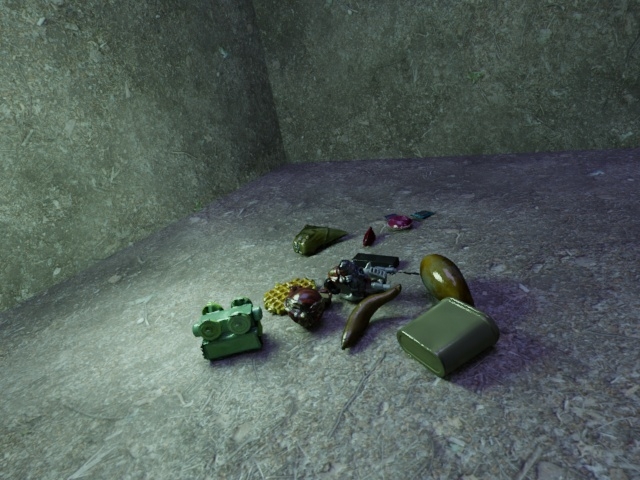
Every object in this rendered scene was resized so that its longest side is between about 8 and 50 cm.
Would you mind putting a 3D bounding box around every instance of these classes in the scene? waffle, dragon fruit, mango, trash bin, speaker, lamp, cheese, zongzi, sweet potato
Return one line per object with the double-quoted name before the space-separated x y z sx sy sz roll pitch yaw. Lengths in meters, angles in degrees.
"waffle" -0.136 0.248 1.812 0.249 0.056 0.253 -10 22 3
"dragon fruit" 0.251 -0.006 2.204 0.063 0.097 0.131 -1 45 29
"mango" 0.489 0.171 1.553 0.146 0.193 0.316 -30 35 7
"trash bin" 0.420 0.317 1.341 0.247 0.121 0.243 -26 27 -23
"speaker" 0.270 0.104 1.967 0.218 0.044 0.082 4 28 30
"lamp" -0.044 0.250 1.623 0.215 0.151 0.223 15 39 -14
"cheese" 0.451 -0.113 2.353 0.155 0.062 0.244 -14 23 -9
"zongzi" 0.000 0.000 2.231 0.274 0.125 0.251 4 26 18
"sweet potato" 0.177 0.281 1.528 0.346 0.079 0.108 -43 31 -20

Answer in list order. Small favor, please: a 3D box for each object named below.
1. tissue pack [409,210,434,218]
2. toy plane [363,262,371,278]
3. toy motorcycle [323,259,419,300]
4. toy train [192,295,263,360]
"tissue pack" 0.614 -0.155 2.422 0.138 0.028 0.085 -20 28 -31
"toy plane" 0.164 0.164 1.839 0.174 0.080 0.174 -11 25 5
"toy motorcycle" 0.200 0.163 1.660 0.401 0.207 0.134 6 43 16
"toy train" -0.348 0.336 1.545 0.272 0.188 0.159 -14 23 -1
